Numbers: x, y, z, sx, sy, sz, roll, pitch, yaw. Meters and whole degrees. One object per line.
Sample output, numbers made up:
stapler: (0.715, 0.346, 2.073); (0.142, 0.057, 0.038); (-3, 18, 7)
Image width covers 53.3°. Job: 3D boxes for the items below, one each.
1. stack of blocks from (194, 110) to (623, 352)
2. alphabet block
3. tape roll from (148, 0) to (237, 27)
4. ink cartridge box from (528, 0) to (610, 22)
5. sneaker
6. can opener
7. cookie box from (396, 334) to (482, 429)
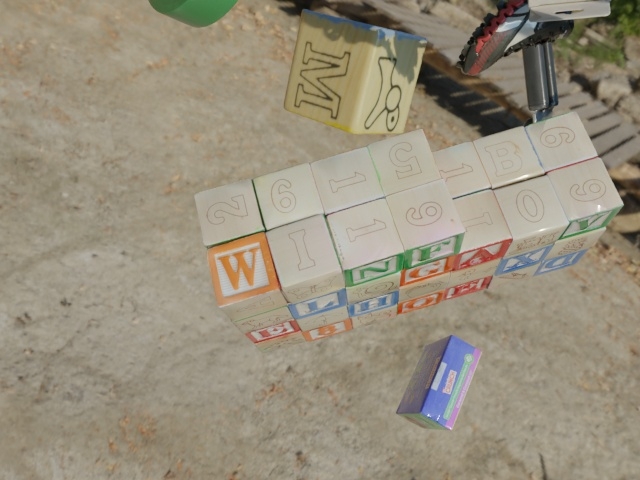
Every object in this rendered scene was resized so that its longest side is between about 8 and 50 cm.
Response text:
stack of blocks: (0.070, -0.006, 0.510); (0.297, 0.171, 0.087); (-16, 68, -1)
alphabet block: (0.068, -0.331, 1.270); (0.193, 0.197, 0.192); (27, 23, 34)
tape roll: (-0.203, -0.548, 1.134); (0.077, 0.321, 0.321); (11, 37, -41)
ink cartridge box: (0.365, -0.404, 0.932); (0.115, 0.067, 0.198); (1, 52, 21)
sneaker: (0.373, -0.387, 1.150); (0.135, 0.276, 0.097); (45, 7, -2)
can opener: (0.469, -0.310, 1.411); (0.076, 0.284, 0.095); (-16, 11, -39)
cookie box: (0.129, 0.159, 0.706); (0.040, 0.107, 0.092); (27, 74, 2)
